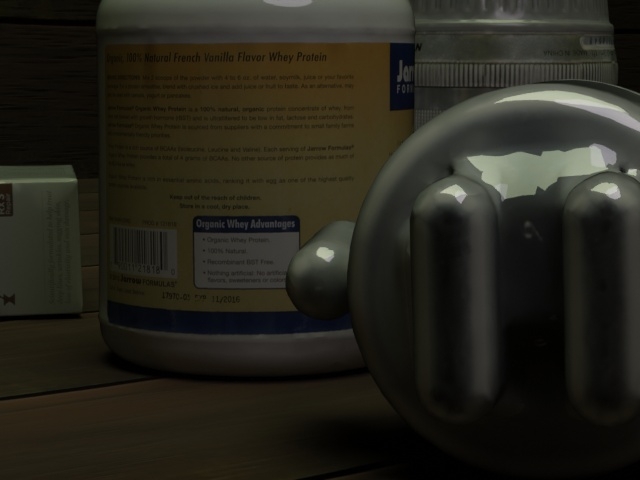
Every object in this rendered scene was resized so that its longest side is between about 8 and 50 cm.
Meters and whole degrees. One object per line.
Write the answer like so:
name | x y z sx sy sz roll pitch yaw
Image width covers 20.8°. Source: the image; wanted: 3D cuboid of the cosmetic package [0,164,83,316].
cosmetic package | -0.252 -0.004 1.526 0.085 0.117 0.231 -2 7 -11

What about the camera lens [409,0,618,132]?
camera lens | 0.152 -0.085 1.545 0.219 0.274 0.219 1 6 0

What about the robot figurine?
robot figurine | 0.130 0.013 0.956 0.300 0.200 0.353 3 7 13

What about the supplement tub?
supplement tub | -0.046 -0.075 1.235 0.228 0.316 0.228 0 6 0
